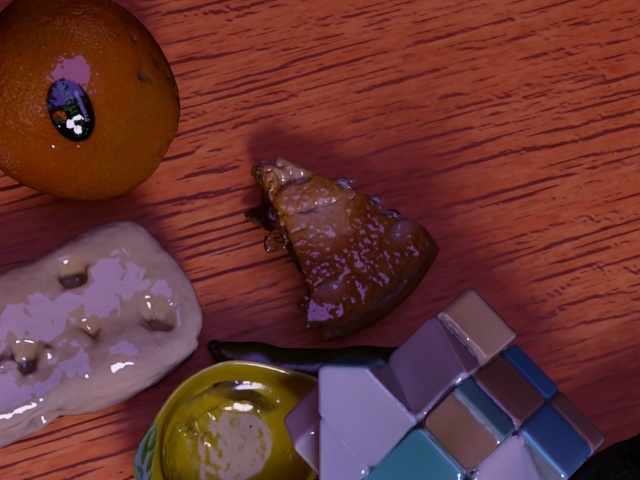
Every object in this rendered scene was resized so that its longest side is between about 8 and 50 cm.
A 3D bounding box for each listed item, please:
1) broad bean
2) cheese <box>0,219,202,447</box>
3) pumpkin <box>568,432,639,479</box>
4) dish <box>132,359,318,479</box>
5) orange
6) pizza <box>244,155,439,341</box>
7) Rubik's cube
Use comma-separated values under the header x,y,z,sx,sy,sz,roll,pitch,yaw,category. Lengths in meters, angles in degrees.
x,y,z,sx,sy,sz,roll,pitch,yaw,category
0.021,0.121,1.755,0.256,0.052,0.053,4,32,-5,broad bean
-0.241,0.084,1.701,0.263,0.093,0.159,-21,79,-15,cheese
0.325,0.311,1.661,0.300,0.207,0.300,2,75,-7,pumpkin
-0.086,0.192,1.699,0.207,0.080,0.149,-31,85,-16,dish
-0.227,-0.132,1.716,0.206,0.206,0.206,2,73,-8,orange
0.001,0.000,1.778,0.154,0.069,0.194,-39,76,-17,pizza
0.091,0.180,1.625,0.213,0.224,0.265,46,112,9,Rubik's cube
